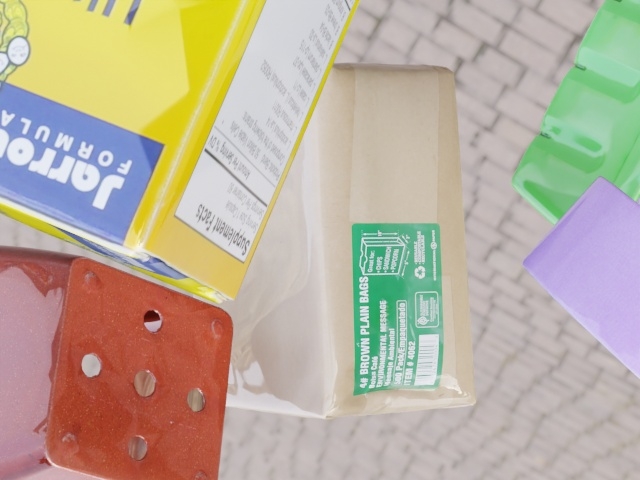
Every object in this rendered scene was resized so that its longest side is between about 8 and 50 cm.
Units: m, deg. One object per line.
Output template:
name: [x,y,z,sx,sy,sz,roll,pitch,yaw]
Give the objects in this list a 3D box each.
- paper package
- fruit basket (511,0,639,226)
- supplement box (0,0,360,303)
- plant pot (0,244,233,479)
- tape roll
paper package: [0.000,0.000,1.615,0.168,0.324,0.309,-2,179,-26]
fruit basket: [0.419,-0.100,1.688,0.392,0.392,0.283,15,178,36]
supplement box: [-0.080,-0.174,0.829,0.195,0.356,0.194,22,175,11]
plant pot: [-0.225,0.145,1.470,0.267,0.267,0.236,23,152,-38]
tape roll: [0.276,0.075,1.211,0.275,0.090,0.275,40,-174,-5]
